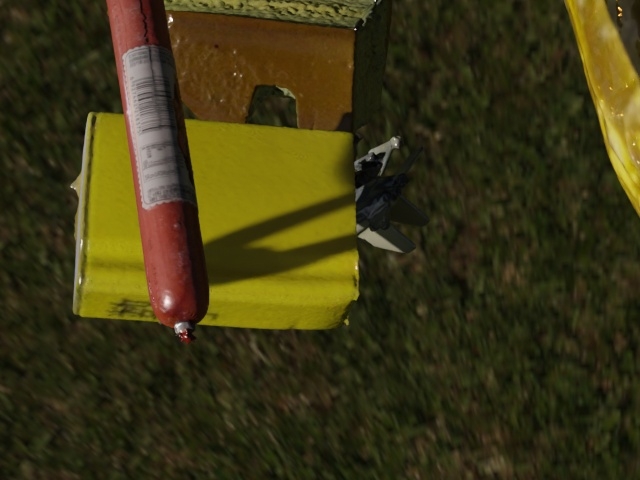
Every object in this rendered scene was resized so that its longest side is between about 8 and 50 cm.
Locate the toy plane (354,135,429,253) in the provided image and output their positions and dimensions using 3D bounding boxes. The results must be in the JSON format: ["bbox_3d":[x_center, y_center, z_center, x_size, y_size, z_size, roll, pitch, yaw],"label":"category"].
[{"bbox_3d":[-0.007,-0.007,1.726,0.262,0.088,0.192,-20,31,43],"label":"toy plane"}]

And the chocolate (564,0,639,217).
[{"bbox_3d":[0.242,-0.127,1.292,0.162,0.162,0.445,-10,73,5],"label":"chocolate"}]

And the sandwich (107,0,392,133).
[{"bbox_3d":[-0.063,-0.166,1.684,0.236,0.122,0.128,7,112,8],"label":"sandwich"}]

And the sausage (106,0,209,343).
[{"bbox_3d":[-0.086,-0.059,0.983,0.034,0.034,0.253,-12,62,4],"label":"sausage"}]

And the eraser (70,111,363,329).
[{"bbox_3d":[-0.082,-0.013,1.477,0.226,0.069,0.158,4,63,-8],"label":"eraser"}]
